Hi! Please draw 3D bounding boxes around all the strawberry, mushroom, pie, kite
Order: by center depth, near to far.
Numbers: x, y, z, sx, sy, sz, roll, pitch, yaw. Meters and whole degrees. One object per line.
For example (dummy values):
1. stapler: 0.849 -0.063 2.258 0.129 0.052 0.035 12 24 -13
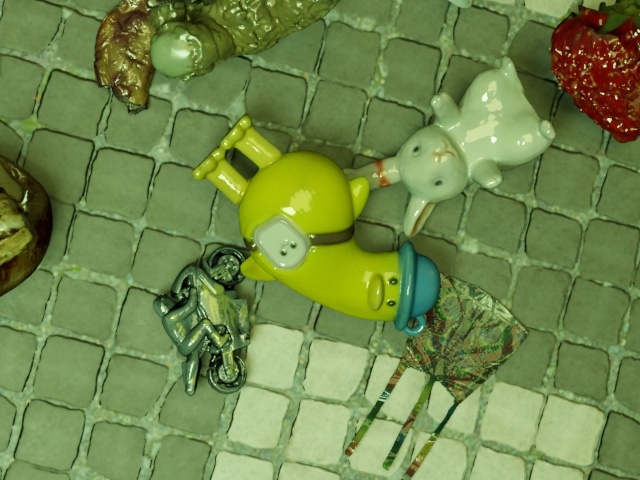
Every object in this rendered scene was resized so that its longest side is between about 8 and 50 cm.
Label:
1. mushroom: -0.443 -0.016 1.344 0.278 0.297 0.163 26 117 27
2. pie: -0.246 -0.249 1.506 0.092 0.034 0.169 11 84 -12
3. strawberry: 0.404 -0.231 1.547 0.184 0.187 0.201 0 117 30
4. kite: 0.146 0.188 1.547 0.152 0.015 0.285 35 79 -2

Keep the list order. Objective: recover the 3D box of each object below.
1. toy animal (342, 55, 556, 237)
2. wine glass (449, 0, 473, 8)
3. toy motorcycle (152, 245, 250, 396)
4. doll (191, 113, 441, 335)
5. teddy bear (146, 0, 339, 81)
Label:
1. toy animal: 0.169 -0.111 1.506 0.282 0.138 0.140 -30 82 -11
2. wine glass: 0.227 -0.415 1.532 0.196 0.165 0.165 -43 93 -5
3. toy motorcycle: -0.152 0.101 1.481 0.124 0.061 0.193 2 79 -16
4. doll: 0.000 0.000 1.484 0.363 0.145 0.199 42 105 -12
5. teddy bear: -0.121 -0.354 1.473 0.267 0.156 0.256 -24 90 4
